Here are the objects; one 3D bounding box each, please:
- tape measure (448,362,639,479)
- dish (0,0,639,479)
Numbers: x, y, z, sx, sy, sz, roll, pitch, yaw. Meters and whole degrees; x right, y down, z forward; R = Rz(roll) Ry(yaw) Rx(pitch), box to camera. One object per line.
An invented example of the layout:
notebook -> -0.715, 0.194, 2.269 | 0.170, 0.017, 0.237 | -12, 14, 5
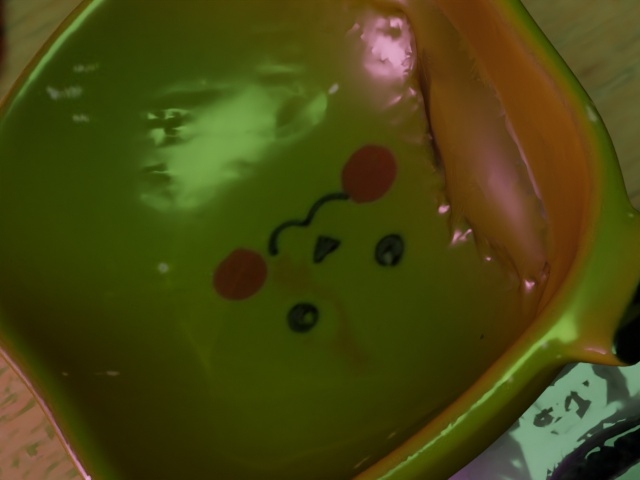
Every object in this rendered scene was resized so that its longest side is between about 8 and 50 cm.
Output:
tape measure -> 0.141, 0.108, 0.454 | 0.236, 0.120, 0.197 | -38, 79, 12
dish -> 0.000, 0.000, 0.441 | 0.221, 0.108, 0.262 | -40, 51, 7
